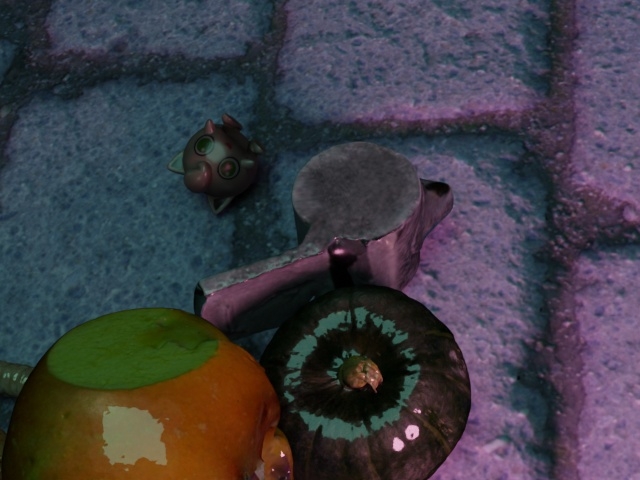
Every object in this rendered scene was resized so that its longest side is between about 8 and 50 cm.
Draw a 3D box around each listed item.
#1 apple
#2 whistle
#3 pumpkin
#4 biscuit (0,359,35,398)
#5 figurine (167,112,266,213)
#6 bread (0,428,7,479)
[{"bbox_3d":[-0.194,0.263,1.478,0.374,0.374,0.384,12,59,21],"label":"apple"},{"bbox_3d":[0.011,0.024,1.722,0.188,0.168,0.405,32,62,25],"label":"whistle"},{"bbox_3d":[0.049,0.203,1.597,0.300,0.207,0.300,-5,66,11],"label":"pumpkin"},{"bbox_3d":[-0.429,0.217,1.801,0.219,0.061,0.055,10,16,18],"label":"biscuit"},{"bbox_3d":[-0.164,-0.127,1.921,0.138,0.125,0.125,-44,57,3],"label":"figurine"},{"bbox_3d":[-0.520,0.357,1.693,0.229,0.143,0.139,-29,44,-9],"label":"bread"}]
